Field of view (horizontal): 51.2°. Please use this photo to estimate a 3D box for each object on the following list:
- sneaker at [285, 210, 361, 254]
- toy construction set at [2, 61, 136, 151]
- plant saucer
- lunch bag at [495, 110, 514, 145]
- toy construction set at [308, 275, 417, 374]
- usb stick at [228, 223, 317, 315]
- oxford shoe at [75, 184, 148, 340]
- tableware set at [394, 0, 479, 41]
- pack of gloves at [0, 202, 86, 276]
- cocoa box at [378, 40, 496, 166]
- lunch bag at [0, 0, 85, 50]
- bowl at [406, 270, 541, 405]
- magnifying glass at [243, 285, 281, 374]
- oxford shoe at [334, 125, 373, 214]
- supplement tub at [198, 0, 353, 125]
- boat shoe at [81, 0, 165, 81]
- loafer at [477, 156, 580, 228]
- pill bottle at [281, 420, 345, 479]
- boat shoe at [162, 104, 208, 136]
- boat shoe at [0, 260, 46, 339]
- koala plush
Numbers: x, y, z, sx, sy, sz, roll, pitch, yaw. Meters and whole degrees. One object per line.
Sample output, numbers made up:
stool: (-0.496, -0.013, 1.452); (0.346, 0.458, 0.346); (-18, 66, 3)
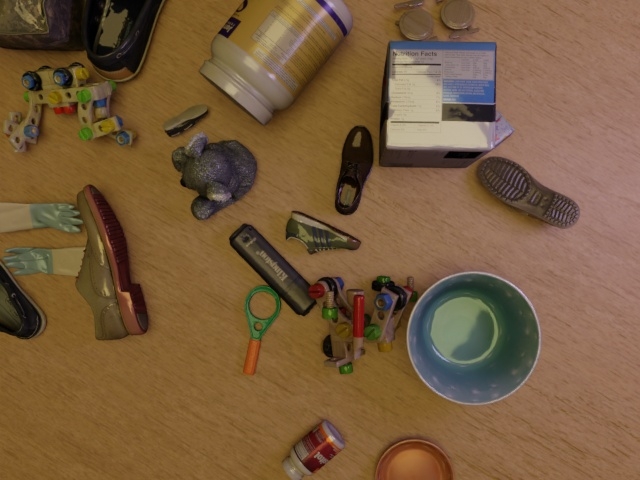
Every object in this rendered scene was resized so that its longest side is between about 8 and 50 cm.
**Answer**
sneaker: (0.000, 0.000, 1.681); (0.192, 0.064, 0.086); (25, 99, 2)
toy construction set: (-0.640, -0.326, 1.672); (0.327, 0.151, 0.215); (-6, 115, 10)
plant saucer: (0.237, 0.596, 1.684); (0.199, 0.037, 0.200); (0, 91, 2)
lunch bag: (0.427, -0.279, 1.660); (0.071, 0.053, 0.083); (-37, 80, 1)
toy construction set: (0.089, 0.218, 1.570); (0.257, 0.309, 0.237); (2, 96, 11)
usb stick: (-0.116, 0.074, 1.691); (0.077, 0.045, 0.278); (-44, 88, -3)
oxford shoe: (-0.556, 0.061, 1.663); (0.146, 0.140, 0.397); (-16, 90, 2)
tableware set: (0.290, -0.547, 1.671); (0.194, 0.039, 0.128); (-15, 78, -3)
pack of gloves: (-0.713, -0.005, 1.729); (0.232, 0.046, 0.195); (1, 105, 2)
cocoa box: (0.254, -0.297, 1.519); (0.231, 0.347, 0.228); (1, 90, 3)
lunch bag: (-0.752, -0.553, 1.620); (0.287, 0.235, 0.169); (0, 96, 2)
bowl: (0.356, 0.226, 1.612); (0.311, 0.163, 0.312); (0, 90, 2)
magnifying glass: (-0.161, 0.229, 1.708); (0.092, 0.026, 0.231); (12, 89, 2)
oxford shoe: (0.086, -0.176, 1.655); (0.082, 0.096, 0.227); (8, 89, 4)
supplement tub: (-0.108, -0.465, 1.588); (0.241, 0.241, 0.331); (39, 92, 2)
boat shoe: (-0.474, -0.648, 1.649); (0.186, 0.156, 0.500); (14, 90, 4)
loafer: (0.505, -0.109, 1.642); (0.268, 0.092, 0.102); (38, 91, 18)
pill bottle: (-0.020, 0.530, 1.671); (0.152, 0.086, 0.086); (-41, 89, 3)
boat shoe: (-0.340, -0.304, 1.702); (0.125, 0.038, 0.046); (-30, 47, -3)
boat shoe: (-0.855, 0.127, 1.692); (0.127, 0.113, 0.340); (-43, 89, 3)
koala plush: (-0.261, -0.169, 1.608); (0.203, 0.221, 0.196); (-22, 89, 2)
